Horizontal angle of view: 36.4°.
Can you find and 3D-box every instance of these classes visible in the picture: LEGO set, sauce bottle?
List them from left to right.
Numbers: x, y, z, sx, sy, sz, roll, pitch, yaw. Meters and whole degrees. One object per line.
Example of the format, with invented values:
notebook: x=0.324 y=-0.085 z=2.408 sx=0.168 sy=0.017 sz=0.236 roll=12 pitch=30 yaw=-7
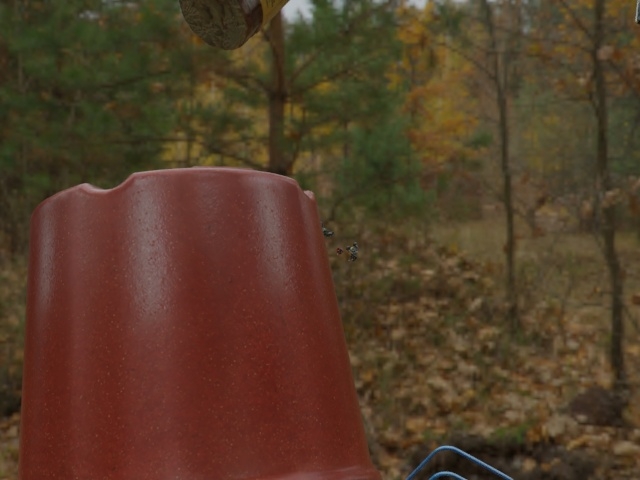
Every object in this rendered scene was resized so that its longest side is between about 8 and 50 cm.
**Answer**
sauce bottle: x=-0.050 y=-0.383 z=1.279 sx=0.111 sy=0.111 sz=0.344 roll=3 pitch=42 yaw=36
LEGO set: x=0.000 y=0.002 z=1.050 sx=0.083 sy=0.023 sz=0.054 roll=37 pitch=30 yaw=6

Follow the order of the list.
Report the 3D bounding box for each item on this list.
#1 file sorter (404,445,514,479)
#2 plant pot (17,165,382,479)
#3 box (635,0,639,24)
file sorter: x=0.144 y=0.323 z=1.038 sx=0.118 sy=0.104 sz=0.170 roll=30 pitch=31 yaw=-10
plant pot: x=-0.087 y=0.103 z=0.664 sx=0.273 sy=0.265 sz=0.272 roll=-6 pitch=-12 yaw=-1
box: x=0.448 y=-0.253 z=0.944 sx=0.175 sy=0.051 sz=0.220 roll=21 pitch=-28 yaw=-15
